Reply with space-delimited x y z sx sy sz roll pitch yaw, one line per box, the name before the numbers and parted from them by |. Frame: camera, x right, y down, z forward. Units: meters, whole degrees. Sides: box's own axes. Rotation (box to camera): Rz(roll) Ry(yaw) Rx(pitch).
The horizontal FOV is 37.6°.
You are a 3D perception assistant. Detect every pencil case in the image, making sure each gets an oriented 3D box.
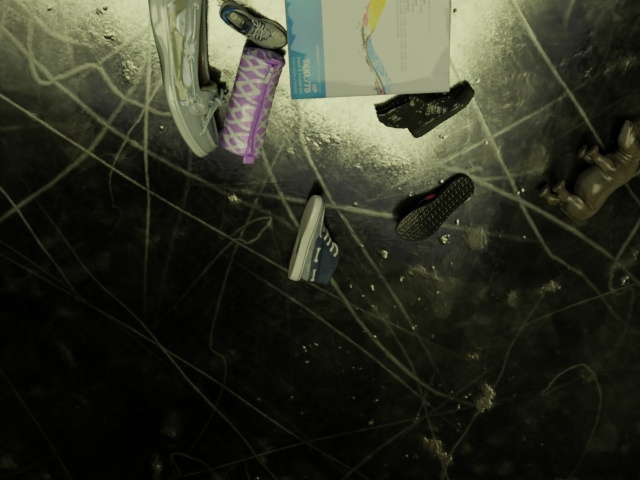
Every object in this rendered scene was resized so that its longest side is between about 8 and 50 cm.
pencil case | -0.121 -0.251 1.712 0.086 0.088 0.206 -5 122 -38

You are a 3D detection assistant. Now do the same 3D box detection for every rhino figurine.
rhino figurine | 0.540 -0.137 1.784 0.106 0.073 0.243 40 106 -12

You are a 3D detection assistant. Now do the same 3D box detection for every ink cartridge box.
ink cartridge box | 0.078 -0.364 1.608 0.270 0.198 0.197 -3 113 1

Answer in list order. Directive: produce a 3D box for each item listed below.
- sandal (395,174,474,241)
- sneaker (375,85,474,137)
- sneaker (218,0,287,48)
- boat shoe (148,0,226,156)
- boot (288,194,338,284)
sandal | 0.222 -0.062 1.833 0.179 0.040 0.067 -38 115 -1
sneaker | 0.194 -0.253 1.738 0.170 0.051 0.089 -36 114 17
sneaker | -0.121 -0.377 1.675 0.135 0.058 0.052 24 111 -12
boat shoe | -0.224 -0.306 1.675 0.103 0.118 0.320 -8 107 7
boot | 0.000 0.000 1.842 0.086 0.069 0.190 10 121 -13
